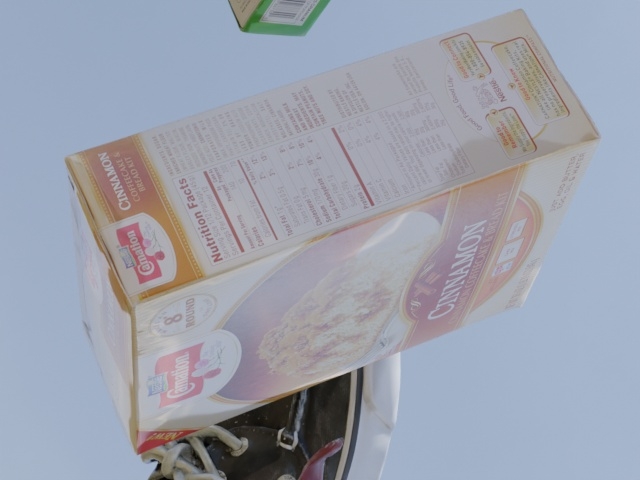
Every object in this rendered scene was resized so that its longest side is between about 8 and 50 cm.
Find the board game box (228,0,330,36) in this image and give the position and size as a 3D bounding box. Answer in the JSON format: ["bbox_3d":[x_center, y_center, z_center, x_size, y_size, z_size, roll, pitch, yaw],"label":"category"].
[{"bbox_3d":[-0.035,-0.358,1.153,0.242,0.064,0.316,-49,-126,42],"label":"board game box"}]

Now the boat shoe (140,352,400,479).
[{"bbox_3d":[-0.047,0.135,0.796,0.113,0.105,0.306,23,-82,49],"label":"boat shoe"}]

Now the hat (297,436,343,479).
[{"bbox_3d":[-0.022,0.215,0.422,0.208,0.173,0.183,-125,-161,-53],"label":"hat"}]

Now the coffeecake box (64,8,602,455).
[{"bbox_3d":[0.000,0.000,0.584,0.142,0.186,0.068,101,-34,-61],"label":"coffeecake box"}]
